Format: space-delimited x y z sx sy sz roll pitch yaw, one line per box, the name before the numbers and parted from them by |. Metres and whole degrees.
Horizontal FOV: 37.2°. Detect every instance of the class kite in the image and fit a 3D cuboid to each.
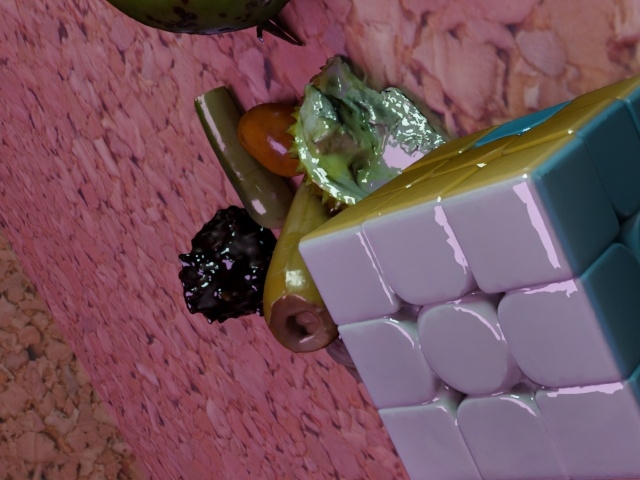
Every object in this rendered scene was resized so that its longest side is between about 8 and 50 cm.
kite | -0.083 -0.296 1.312 0.157 0.139 0.011 -99 32 -63

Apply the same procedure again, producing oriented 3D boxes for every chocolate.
chocolate | -0.179 0.072 1.698 0.224 0.177 0.206 59 150 3

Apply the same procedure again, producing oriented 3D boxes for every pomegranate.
pomegranate | -0.148 -0.402 1.148 0.291 0.291 0.323 44 137 24

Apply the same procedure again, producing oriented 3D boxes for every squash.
squash | -0.121 -0.129 1.536 0.250 0.083 0.083 60 150 4

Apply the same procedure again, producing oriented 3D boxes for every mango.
mango | -0.065 -0.156 1.421 0.165 0.089 0.115 35 151 41

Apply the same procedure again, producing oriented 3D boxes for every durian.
durian | 0.063 -0.115 1.214 0.306 0.172 0.166 50 125 29

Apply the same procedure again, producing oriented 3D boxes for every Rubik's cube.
Rubik's cube | 0.211 0.042 0.943 0.291 0.291 0.290 -17 101 46

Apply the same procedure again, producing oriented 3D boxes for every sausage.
sausage | 0.005 -0.002 1.284 0.116 0.354 0.134 -17 122 22

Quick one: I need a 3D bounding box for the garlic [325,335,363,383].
garlic | 0.124 0.126 1.329 0.245 0.160 0.245 16 141 14
